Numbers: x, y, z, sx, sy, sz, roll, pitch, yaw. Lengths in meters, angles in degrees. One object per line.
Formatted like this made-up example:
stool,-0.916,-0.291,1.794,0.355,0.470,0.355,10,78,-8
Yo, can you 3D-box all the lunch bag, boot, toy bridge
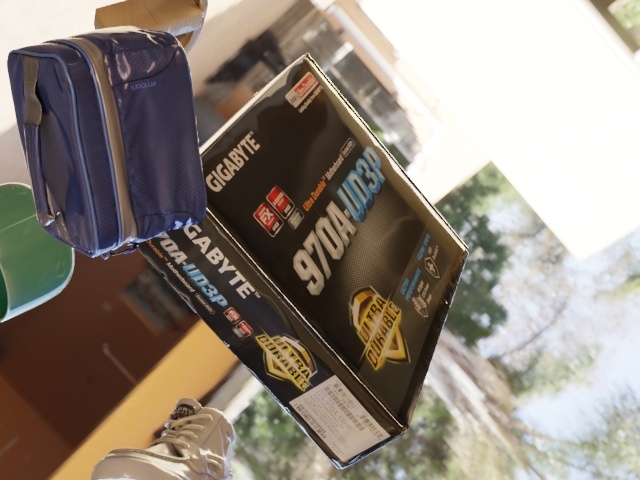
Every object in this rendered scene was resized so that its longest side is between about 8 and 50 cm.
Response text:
lunch bag,-0.095,-0.039,0.462,0.065,0.098,0.067,-18,-159,-33
boot,-0.159,0.224,1.139,0.095,0.123,0.258,-4,155,14
toy bridge,-0.096,-0.128,0.615,0.063,0.026,0.188,-23,160,-27

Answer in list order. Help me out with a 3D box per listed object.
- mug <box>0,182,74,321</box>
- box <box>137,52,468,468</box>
mug,-0.322,0.004,1.111,0.158,0.129,0.097,18,-145,42
box,0.000,0.000,0.631,0.051,0.175,0.220,-36,-170,29
